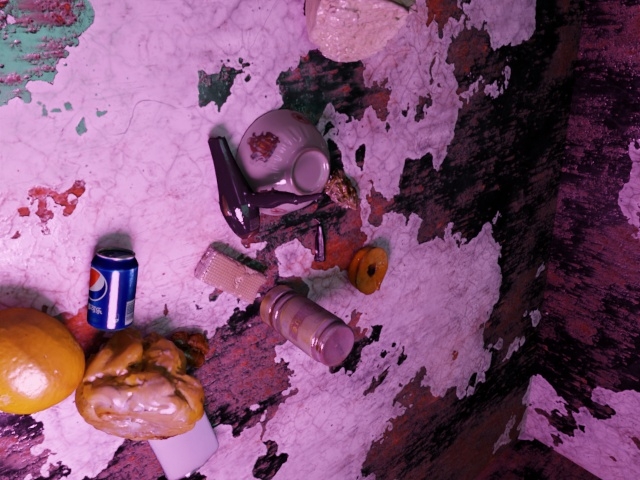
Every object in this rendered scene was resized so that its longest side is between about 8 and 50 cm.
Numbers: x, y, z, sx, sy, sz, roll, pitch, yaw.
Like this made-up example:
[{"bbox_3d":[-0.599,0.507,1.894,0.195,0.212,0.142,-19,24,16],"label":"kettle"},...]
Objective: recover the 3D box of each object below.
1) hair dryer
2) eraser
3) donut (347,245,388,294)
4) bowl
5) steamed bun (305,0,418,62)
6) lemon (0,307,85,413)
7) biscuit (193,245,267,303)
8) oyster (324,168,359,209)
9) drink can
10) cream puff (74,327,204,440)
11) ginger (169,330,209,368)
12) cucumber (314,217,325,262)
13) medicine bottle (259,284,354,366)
[{"bbox_3d":[-0.147,-0.151,1.406,0.120,0.360,0.303,-38,122,-51],"label":"hair dryer"},{"bbox_3d":[-0.442,0.594,1.604,0.189,0.104,0.290,-27,123,-24],"label":"eraser"},{"bbox_3d":[0.177,0.108,1.964,0.174,0.075,0.190,18,90,-42],"label":"donut"},{"bbox_3d":[-0.076,-0.221,1.557,0.337,0.157,0.337,-16,116,-36],"label":"bowl"},{"bbox_3d":[0.087,-0.664,1.486,0.290,0.273,0.272,0,150,-38],"label":"steamed bun"},{"bbox_3d":[-0.683,0.278,1.185,0.263,0.236,0.236,31,85,-14],"label":"lemon"},{"bbox_3d":[-0.270,0.110,1.586,0.239,0.062,0.108,34,84,-44],"label":"biscuit"},{"bbox_3d":[0.080,-0.167,1.786,0.105,0.056,0.177,-48,127,-26],"label":"oyster"},{"bbox_3d":[-0.535,0.125,1.327,0.118,0.118,0.204,0,106,-41],"label":"drink can"},{"bbox_3d":[-0.471,0.381,1.386,0.325,0.257,0.291,5,146,-10],"label":"cream puff"},{"bbox_3d":[-0.398,0.323,1.552,0.162,0.073,0.103,33,83,-42],"label":"ginger"},{"bbox_3d":[0.000,0.000,1.794,0.039,0.043,0.163,-57,151,-64],"label":"cucumber"},{"bbox_3d":[-0.047,0.270,1.662,0.151,0.322,0.151,-18,119,-36],"label":"medicine bottle"}]
